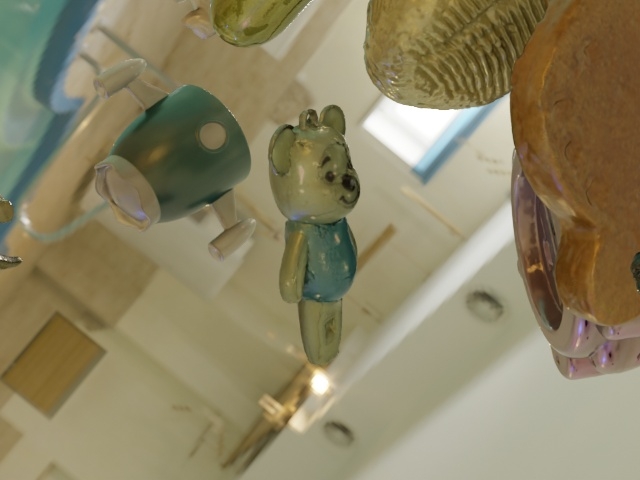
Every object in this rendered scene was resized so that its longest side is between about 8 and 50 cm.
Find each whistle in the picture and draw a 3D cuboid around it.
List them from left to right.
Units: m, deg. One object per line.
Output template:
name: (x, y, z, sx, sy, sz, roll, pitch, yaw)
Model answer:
whistle: (0.000, 0.000, 1.024, 0.114, 0.077, 0.236, -32, 124, -51)

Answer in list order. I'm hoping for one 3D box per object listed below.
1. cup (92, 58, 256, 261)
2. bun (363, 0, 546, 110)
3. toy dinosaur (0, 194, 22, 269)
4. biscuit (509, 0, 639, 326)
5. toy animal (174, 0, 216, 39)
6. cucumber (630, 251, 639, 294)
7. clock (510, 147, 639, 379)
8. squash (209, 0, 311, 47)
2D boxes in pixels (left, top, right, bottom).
cup: (-0.208, -0.101, 1.575, 0.173, 0.300, 0.167, -39, -171, -30)
bun: (0.137, -0.226, 1.143, 0.220, 0.134, 0.220, -19, 146, -13)
toy dinosaur: (-0.326, -0.096, 1.003, 0.075, 0.188, 0.248, -25, 138, -14)
biscuit: (0.275, -0.064, 0.989, 0.057, 0.343, 0.287, 12, -98, 53)
toy animal: (-0.215, -0.492, 1.948, 0.206, 0.265, 0.271, -48, -154, -13)
cucumber: (0.260, -0.001, 0.672, 0.220, 0.070, 0.046, 127, -18, -62)
clock: (0.289, -0.003, 1.255, 0.113, 0.296, 0.322, -10, 169, 0)
squash: (-0.023, -0.284, 1.154, 0.250, 0.083, 0.083, -42, -174, 34)
